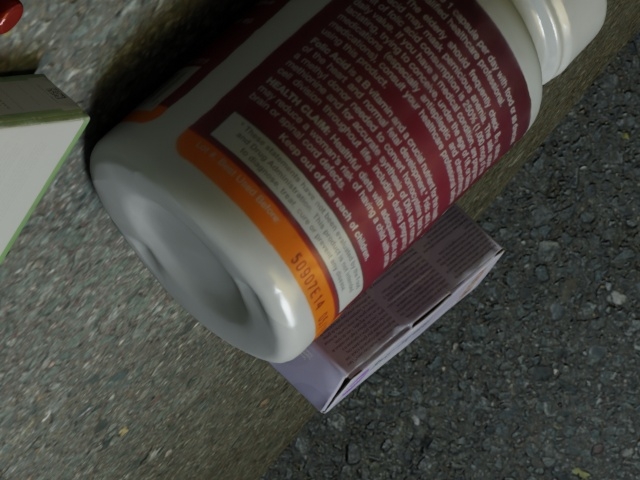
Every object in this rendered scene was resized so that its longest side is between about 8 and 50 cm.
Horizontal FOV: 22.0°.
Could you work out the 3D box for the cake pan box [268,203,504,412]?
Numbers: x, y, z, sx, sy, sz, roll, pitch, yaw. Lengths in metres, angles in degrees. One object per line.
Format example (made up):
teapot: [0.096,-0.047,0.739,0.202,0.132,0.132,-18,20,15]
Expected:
cake pan box: [0.000,0.000,1.478,0.267,0.246,0.070,-37,163,-43]

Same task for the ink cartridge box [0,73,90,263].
ink cartridge box: [-0.258,-0.016,0.997,0.171,0.056,0.235,-54,163,22]

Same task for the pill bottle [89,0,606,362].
pill bottle: [0.031,-0.110,1.298,0.392,0.224,0.224,-43,167,-19]

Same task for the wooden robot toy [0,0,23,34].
wooden robot toy: [-0.182,-0.137,0.863,0.173,0.076,0.079,-48,178,2]
